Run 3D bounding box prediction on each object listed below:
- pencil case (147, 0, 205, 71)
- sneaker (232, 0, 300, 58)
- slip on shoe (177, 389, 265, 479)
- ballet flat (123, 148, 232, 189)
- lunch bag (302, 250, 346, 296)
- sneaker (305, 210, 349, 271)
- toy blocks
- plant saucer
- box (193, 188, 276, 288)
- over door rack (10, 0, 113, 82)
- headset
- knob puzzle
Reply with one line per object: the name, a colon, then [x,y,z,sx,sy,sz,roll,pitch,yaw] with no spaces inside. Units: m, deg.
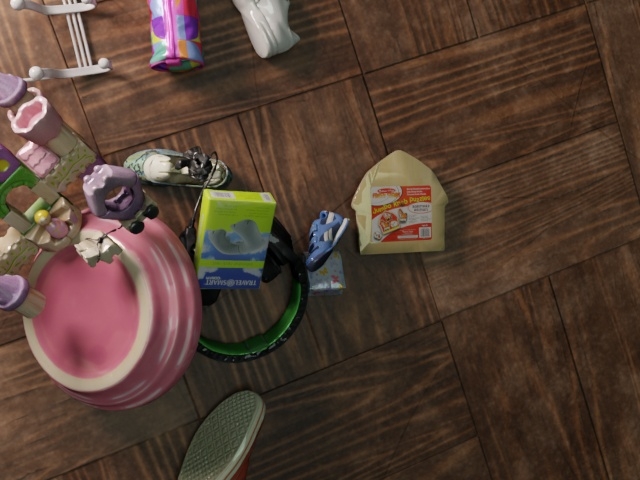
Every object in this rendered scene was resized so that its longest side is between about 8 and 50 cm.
pencil case: [-0.252,-0.405,1.240,0.105,0.104,0.236,-7,95,-14]
sneaker: [-0.102,-0.436,1.297,0.094,0.080,0.212,-27,106,-23]
slip on shoe: [-0.181,0.425,1.304,0.101,0.123,0.331,31,78,-46]
ballet flat: [-0.245,-0.125,1.273,0.189,0.070,0.070,2,92,-14]
lunch bag: [0.005,0.059,1.351,0.071,0.053,0.083,-3,68,-14]
sneaker: [0.000,0.000,1.326,0.059,0.053,0.144,32,46,1]
toy blocks: [-0.463,-0.083,1.048,0.288,0.309,0.260,-47,141,-5]
plant saucer: [-0.347,0.107,1.157,0.332,0.084,0.331,0,89,22]
box: [-0.140,0.009,1.152,0.109,0.042,0.178,2,117,-22]
over door rack: [-0.522,-0.359,1.168,0.324,0.108,0.239,-14,95,-13]
headset: [-0.153,0.032,1.242,0.244,0.185,0.394,-20,109,-13]
knob puzzle: [0.149,-0.074,1.393,0.213,0.030,0.213,-1,93,-14]
